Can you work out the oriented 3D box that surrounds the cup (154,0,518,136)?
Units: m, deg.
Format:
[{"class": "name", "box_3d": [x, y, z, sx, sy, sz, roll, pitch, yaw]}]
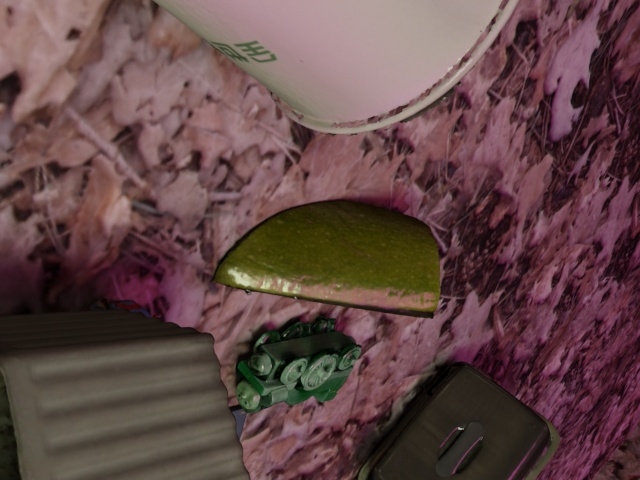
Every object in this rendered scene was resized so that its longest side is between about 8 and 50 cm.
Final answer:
[{"class": "cup", "box_3d": [-0.035, -0.225, 0.492, 0.273, 0.253, 0.253, 21, 100, -46]}]

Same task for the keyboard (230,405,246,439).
[{"class": "keyboard", "box_3d": [-0.152, 0.225, 0.876, 0.176, 0.014, 0.055, -5, 119, -49]}]

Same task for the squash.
[{"class": "squash", "box_3d": [0.000, 0.000, 0.884, 0.252, 0.169, 0.093, 10, 109, -18]}]

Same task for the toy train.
[{"class": "toy train", "box_3d": [-0.027, 0.150, 0.927, 0.178, 0.071, 0.105, -3, 129, -51]}]

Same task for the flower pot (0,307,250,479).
[{"class": "flower pot", "box_3d": [-0.196, 0.165, 0.592, 0.189, 0.209, 0.239, 0, 127, -50]}]

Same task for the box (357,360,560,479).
[{"class": "box", "box_3d": [0.219, 0.354, 1.257, 0.290, 0.220, 0.166, -47, 156, -17]}]

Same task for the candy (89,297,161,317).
[{"class": "candy", "box_3d": [-0.177, 0.067, 0.717, 0.083, 0.020, 0.030, 16, 105, -55]}]
